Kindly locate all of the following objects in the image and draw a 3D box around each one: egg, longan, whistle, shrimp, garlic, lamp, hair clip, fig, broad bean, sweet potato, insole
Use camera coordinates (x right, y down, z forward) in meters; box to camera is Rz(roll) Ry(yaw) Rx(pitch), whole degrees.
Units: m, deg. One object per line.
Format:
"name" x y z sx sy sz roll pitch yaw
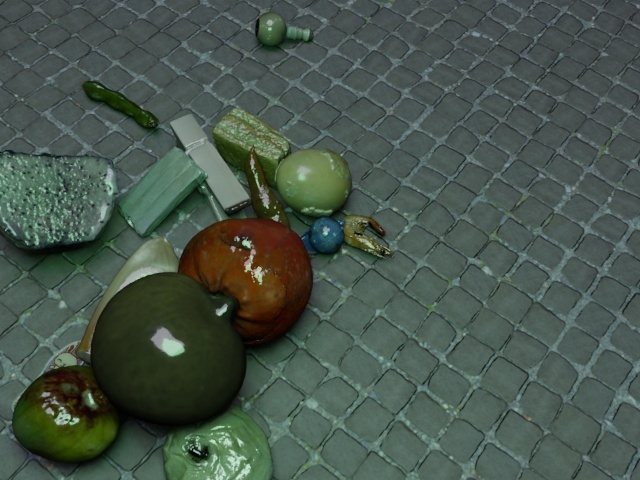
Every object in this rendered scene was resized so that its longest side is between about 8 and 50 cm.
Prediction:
"egg" -0.013 -0.135 1.683 0.202 0.164 0.164 5 44 -49
"longan" -0.273 0.199 1.342 0.301 0.243 0.300 0 89 4
"whistle" 0.000 0.000 1.649 0.090 0.090 0.158 38 63 20
"shrimp" 0.111 -0.009 1.701 0.163 0.045 0.095 30 40 21
"garlic" -0.383 0.140 1.530 0.143 0.112 0.318 32 57 -8
"lamp" -0.097 -0.577 2.035 0.163 0.091 0.091 5 55 -19
"hair clip" -0.264 -0.161 1.741 0.085 0.101 0.330 -28 61 -13
"fig" -0.479 0.329 1.375 0.191 0.181 0.181 -18 56 14
"broad bean" -0.506 -0.344 1.874 0.256 0.052 0.053 31 25 17
"sweet potato" -0.121 -0.084 1.668 0.067 0.067 0.273 -21 90 -15
"insole" -0.548 0.278 1.496 0.065 0.004 0.197 33 61 17

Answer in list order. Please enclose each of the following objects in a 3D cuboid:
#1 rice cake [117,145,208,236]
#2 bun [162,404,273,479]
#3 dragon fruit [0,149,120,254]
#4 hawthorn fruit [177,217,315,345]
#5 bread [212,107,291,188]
"rice cake" -0.368 -0.110 1.688 0.211 0.038 0.124 -49 64 4
"bun" -0.190 0.407 1.365 0.221 0.108 0.221 2 57 -2
"dragon fruit" -0.604 -0.078 1.621 0.283 0.204 0.221 -3 82 -31
"hawthorn fruit" -0.124 0.070 1.516 0.276 0.276 0.307 42 37 22
"bread" -0.155 -0.220 1.762 0.196 0.138 0.102 31 71 16
